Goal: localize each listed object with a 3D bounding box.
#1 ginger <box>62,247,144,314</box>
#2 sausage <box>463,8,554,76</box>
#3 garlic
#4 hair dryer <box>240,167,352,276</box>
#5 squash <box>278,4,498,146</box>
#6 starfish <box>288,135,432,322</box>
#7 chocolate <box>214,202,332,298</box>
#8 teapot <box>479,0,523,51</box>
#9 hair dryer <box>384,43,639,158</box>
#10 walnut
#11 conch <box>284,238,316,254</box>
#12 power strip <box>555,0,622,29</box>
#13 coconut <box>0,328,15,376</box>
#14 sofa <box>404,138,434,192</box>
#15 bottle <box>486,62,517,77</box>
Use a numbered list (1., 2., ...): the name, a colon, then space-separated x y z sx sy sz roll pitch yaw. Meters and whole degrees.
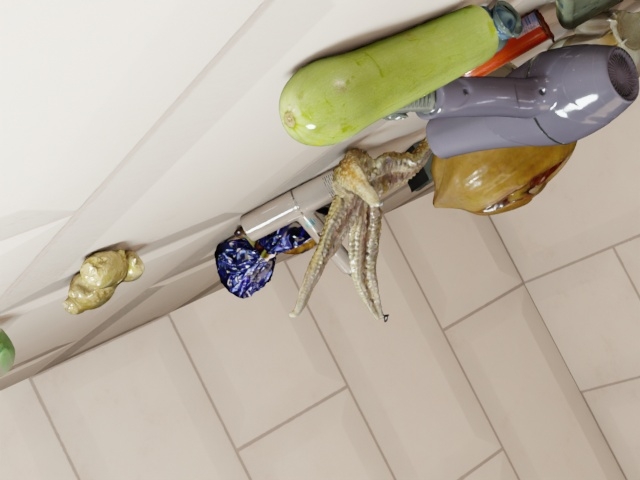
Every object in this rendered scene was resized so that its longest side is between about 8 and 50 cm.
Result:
1. ginger: -0.325 0.061 1.448 0.133 0.059 0.214 -31 178 -1
2. sausage: 0.221 -0.237 1.264 0.145 0.050 0.048 -29 -142 22
3. garlic: 0.415 -0.286 1.542 0.131 0.127 0.194 -29 -162 -38
4. hair dryer: -0.009 0.008 1.784 0.195 0.220 0.054 -26 -162 8
5. squash: 0.064 -0.159 0.970 0.250 0.083 0.083 -28 177 -28
6. starfish: 0.093 -0.047 1.690 0.132 0.384 0.398 13 -176 19
7. chocolate: -0.090 -0.001 1.908 0.148 0.126 0.343 22 147 -24
8. teapot: 0.173 -0.229 1.093 0.083 0.063 0.049 -33 -155 43
9. hair dryer: 0.173 -0.164 1.208 0.361 0.121 0.301 -4 173 -42
10. walnut: 0.303 -0.157 1.710 0.298 0.203 0.203 -37 177 -1
11. conch: -0.062 -0.010 2.083 0.109 0.093 0.330 -23 175 -18
12. power strip: 0.330 -0.302 1.210 0.092 0.034 0.268 -28 176 14
13. coconut: -0.499 0.166 1.490 0.082 0.083 0.081 26 148 -38
14. sofa: 0.217 -0.158 2.084 0.060 0.085 0.147 -23 175 -12
15. bottle: 0.262 -0.218 1.484 0.099 0.099 0.152 -28 180 13
